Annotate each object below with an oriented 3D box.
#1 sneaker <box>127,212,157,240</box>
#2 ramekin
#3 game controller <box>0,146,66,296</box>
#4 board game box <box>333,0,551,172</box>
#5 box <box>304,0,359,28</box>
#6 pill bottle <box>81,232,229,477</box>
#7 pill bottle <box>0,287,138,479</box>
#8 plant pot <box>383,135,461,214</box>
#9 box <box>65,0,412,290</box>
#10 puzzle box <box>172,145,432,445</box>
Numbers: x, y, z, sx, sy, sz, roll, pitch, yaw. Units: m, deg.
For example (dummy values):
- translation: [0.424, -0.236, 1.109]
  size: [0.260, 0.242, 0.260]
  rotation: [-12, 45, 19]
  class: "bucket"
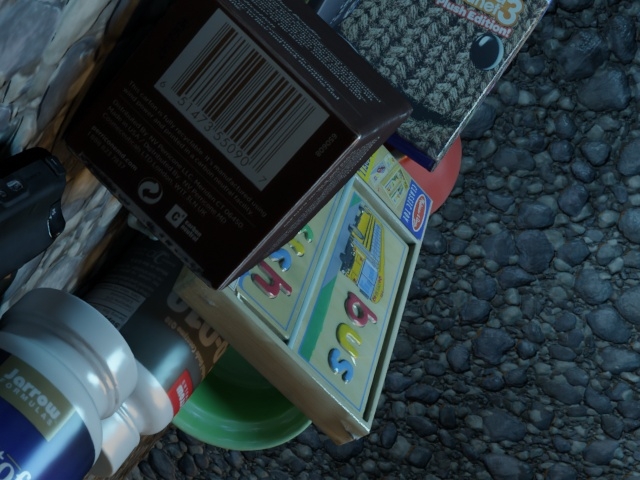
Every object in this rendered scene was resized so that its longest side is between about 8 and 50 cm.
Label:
- translation: [-0.111, -0.079, 1.100]
  size: [0.121, 0.099, 0.262]
  rotation: [-47, 175, -38]
  class: "sneaker"
- translation: [-0.123, 0.161, 1.792]
  size: [0.303, 0.303, 0.148]
  rotation: [-56, -176, 26]
  class: "ramekin"
- translation: [-0.261, 0.043, 0.666]
  size: [0.166, 0.067, 0.319]
  rotation: [-40, -177, 26]
  class: "game controller"
- translation: [0.147, -0.282, 1.590]
  size: [0.291, 0.232, 0.141]
  rotation: [-55, 177, -2]
  class: "board game box"
- translation: [0.033, -0.309, 1.169]
  size: [0.233, 0.059, 0.183]
  rotation: [-56, 175, 33]
  class: "box"
- translation: [-0.196, 0.110, 1.264]
  size: [0.283, 0.161, 0.161]
  rotation: [-53, 177, -32]
  class: "pill bottle"
- translation: [-0.267, 0.166, 0.896]
  size: [0.265, 0.153, 0.153]
  rotation: [-53, 177, -40]
  class: "pill bottle"
- translation: [0.086, -0.172, 1.792]
  size: [0.275, 0.275, 0.243]
  rotation: [-54, 167, -5]
  class: "plant pot"
- translation: [-0.056, -0.092, 0.909]
  size: [0.167, 0.168, 0.203]
  rotation: [-47, 177, 19]
  class: "box"
- translation: [0.000, 0.000, 1.334]
  size: [0.052, 0.272, 0.409]
  rotation: [-27, -151, 35]
  class: "puzzle box"
